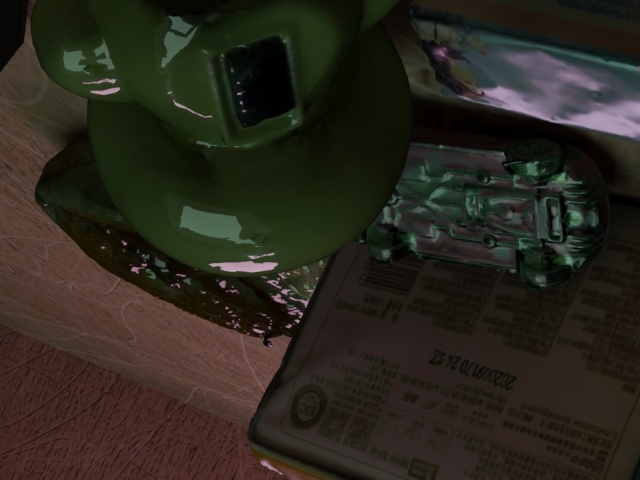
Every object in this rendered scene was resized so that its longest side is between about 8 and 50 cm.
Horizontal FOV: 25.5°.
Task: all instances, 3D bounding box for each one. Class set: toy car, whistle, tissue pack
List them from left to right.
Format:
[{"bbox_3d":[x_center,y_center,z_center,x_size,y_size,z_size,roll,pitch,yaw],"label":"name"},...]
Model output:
[{"bbox_3d":[-0.037,-0.092,0.523,0.141,0.141,0.294,19,147,21],"label":"whistle"},{"bbox_3d":[0.069,-0.023,0.671,0.142,0.055,0.069,9,124,32],"label":"toy car"},{"bbox_3d":[0.102,0.075,0.726,0.225,0.185,0.124,13,163,42],"label":"tissue pack"},{"bbox_3d":[0.086,-0.072,0.425,0.094,0.074,0.059,20,159,26],"label":"tissue pack"}]

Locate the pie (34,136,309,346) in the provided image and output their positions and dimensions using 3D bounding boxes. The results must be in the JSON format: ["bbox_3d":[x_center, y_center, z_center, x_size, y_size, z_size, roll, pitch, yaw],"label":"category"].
[{"bbox_3d":[-0.083,0.011,1.071,0.302,0.067,0.302,23,166,6],"label":"pie"}]

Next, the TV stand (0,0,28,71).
[{"bbox_3d":[-0.195,-0.120,0.672,0.088,0.082,0.269,36,167,-8],"label":"TV stand"}]

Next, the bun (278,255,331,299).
[{"bbox_3d":[0.000,0.000,0.850,0.115,0.069,0.115,31,172,5],"label":"bun"}]
